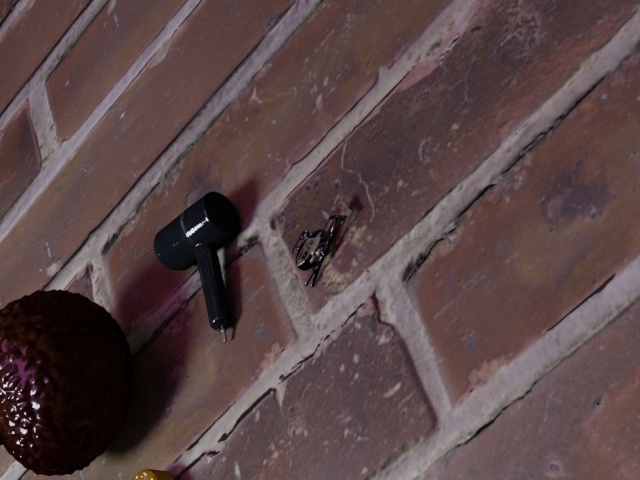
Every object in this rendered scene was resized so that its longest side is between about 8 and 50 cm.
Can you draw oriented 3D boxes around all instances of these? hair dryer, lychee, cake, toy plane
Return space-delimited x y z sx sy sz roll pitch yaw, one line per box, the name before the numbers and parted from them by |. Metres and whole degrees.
hair dryer | -0.162 0.050 1.877 0.124 0.071 0.219 -38 55 33
lychee | -0.384 0.206 1.909 0.260 0.260 0.261 -25 54 40
cake | -0.227 0.353 1.806 0.084 0.044 0.084 -24 55 41
toy plane | 0.000 0.000 1.733 0.049 0.031 0.121 38 104 45
